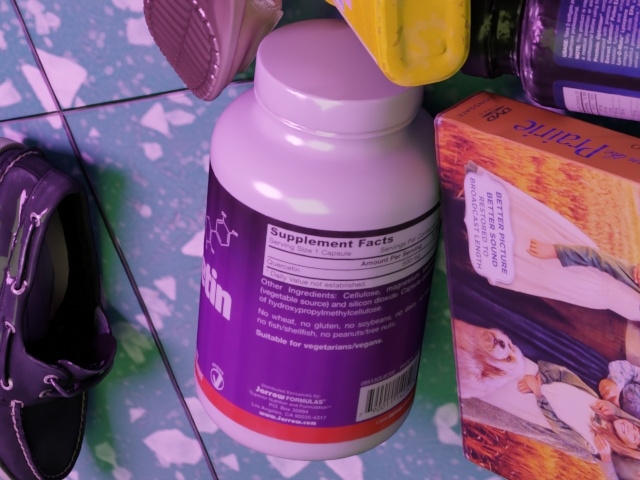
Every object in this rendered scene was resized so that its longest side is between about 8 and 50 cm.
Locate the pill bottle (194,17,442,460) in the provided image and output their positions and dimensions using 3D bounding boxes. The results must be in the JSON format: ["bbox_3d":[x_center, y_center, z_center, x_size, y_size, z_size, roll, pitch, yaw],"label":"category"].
[{"bbox_3d":[0.000,0.000,1.497,0.181,0.181,0.323,15,125,13],"label":"pill bottle"}]

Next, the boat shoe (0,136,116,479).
[{"bbox_3d":[-0.230,0.079,1.679,0.113,0.127,0.340,14,117,28],"label":"boat shoe"}]

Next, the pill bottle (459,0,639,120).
[{"bbox_3d":[0.210,-0.146,1.353,0.219,0.123,0.122,11,124,16],"label":"pill bottle"}]

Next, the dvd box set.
[{"bbox_3d":[0.257,0.091,1.333,0.420,0.062,0.307,23,131,42],"label":"dvd box set"}]

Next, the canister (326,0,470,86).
[{"bbox_3d":[0.046,-0.195,1.354,0.073,0.170,0.126,-11,123,-12],"label":"canister"}]

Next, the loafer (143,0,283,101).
[{"bbox_3d":[-0.062,-0.195,1.430,0.102,0.092,0.268,53,156,13],"label":"loafer"}]
